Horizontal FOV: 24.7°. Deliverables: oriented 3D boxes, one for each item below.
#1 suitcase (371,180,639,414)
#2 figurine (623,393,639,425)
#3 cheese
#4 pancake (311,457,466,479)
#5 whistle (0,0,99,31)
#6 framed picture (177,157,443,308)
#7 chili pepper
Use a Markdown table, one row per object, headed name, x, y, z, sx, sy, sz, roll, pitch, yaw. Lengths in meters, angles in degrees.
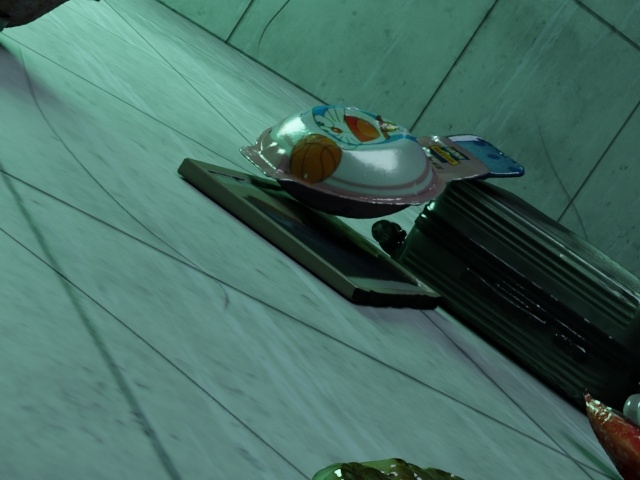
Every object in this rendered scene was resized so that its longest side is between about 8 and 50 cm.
| name | x | y | z | sx | sy | sz | roll | pitch | yaw |
| --- | --- | --- | --- | --- | --- | --- | --- | --- | --- |
| suitcase | 0.219 | 0.047 | 1.465 | 0.312 | 0.128 | 0.202 | 38 | 11 | 26 |
| figurine | 0.336 | 0.170 | 1.300 | 0.137 | 0.112 | 0.229 | 30 | -3 | 11 |
| cheese | 0.060 | -0.076 | 1.378 | 0.286 | 0.074 | 0.189 | -3 | 31 | -30 |
| pancake | 0.091 | 0.163 | 0.581 | 0.253 | 0.037 | 0.253 | 34 | 7 | -5 |
| whistle | -0.343 | -0.273 | 1.227 | 0.346 | 0.134 | 0.142 | 21 | 15 | -17 |
| framed picture | 0.000 | -0.001 | 1.290 | 0.192 | 0.018 | 0.265 | 37 | 8 | 17 |
| chili pepper | 0.283 | 0.196 | 1.096 | 0.268 | 0.050 | 0.059 | 38 | -12 | 39 |
